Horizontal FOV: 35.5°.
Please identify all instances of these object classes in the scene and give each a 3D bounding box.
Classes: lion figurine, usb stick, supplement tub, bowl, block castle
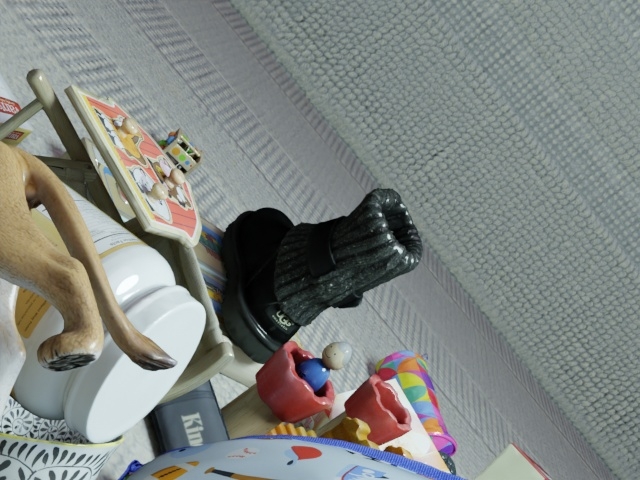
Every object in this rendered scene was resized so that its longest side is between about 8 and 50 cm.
[{"bbox_3d":[-0.297,0.001,0.607,0.142,0.392,0.240,116,-34,-56],"label":"lion figurine"},{"bbox_3d":[-0.127,0.222,1.043,0.077,0.045,0.278,-3,46,-25],"label":"usb stick"},{"bbox_3d":[-0.198,0.039,0.726,0.200,0.144,0.144,35,10,16],"label":"supplement tub"},{"bbox_3d":[-0.238,0.166,0.741,0.170,0.080,0.170,14,-4,1],"label":"bowl"},{"bbox_3d":[0.076,0.337,1.097,0.303,0.213,0.453,31,25,-54],"label":"block castle"}]

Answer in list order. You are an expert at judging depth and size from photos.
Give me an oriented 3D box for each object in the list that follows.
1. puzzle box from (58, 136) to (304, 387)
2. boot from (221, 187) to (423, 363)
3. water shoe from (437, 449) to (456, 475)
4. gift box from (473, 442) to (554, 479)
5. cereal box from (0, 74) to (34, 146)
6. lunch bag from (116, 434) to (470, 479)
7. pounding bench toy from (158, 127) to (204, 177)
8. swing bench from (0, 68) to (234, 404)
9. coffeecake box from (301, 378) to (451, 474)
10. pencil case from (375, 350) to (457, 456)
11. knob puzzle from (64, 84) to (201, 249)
[{"bbox_3d":[-0.168,0.054,1.346,0.409,0.052,0.272,37,22,-47],"label":"puzzle box"},{"bbox_3d":[0.003,0.003,1.363,0.131,0.260,0.348,46,16,-24],"label":"boot"},{"bbox_3d":[0.105,0.346,1.467,0.203,0.080,0.072,14,46,-27],"label":"water shoe"},{"bbox_3d":[0.273,0.465,1.298,0.255,0.258,0.276,43,3,-37],"label":"gift box"},{"bbox_3d":[-0.446,-0.218,1.142,0.240,0.047,0.173,56,15,13],"label":"cereal box"},{"bbox_3d":[-0.034,0.290,0.753,0.386,0.238,0.328,16,9,13],"label":"lunch bag"},{"bbox_3d":[-0.232,-0.147,1.633,0.065,0.052,0.083,46,15,-20],"label":"pounding bench toy"},{"bbox_3d":[-0.242,0.018,0.993,0.254,0.165,0.253,45,14,-45],"label":"swing bench"},{"bbox_3d":[0.082,0.297,1.380,0.142,0.068,0.185,-9,56,-36],"label":"coffeecake box"},{"bbox_3d":[0.163,0.290,1.723,0.104,0.104,0.236,44,18,-28],"label":"pencil case"},{"bbox_3d":[-0.174,-0.077,1.058,0.213,0.030,0.213,54,10,-14],"label":"knob puzzle"}]
